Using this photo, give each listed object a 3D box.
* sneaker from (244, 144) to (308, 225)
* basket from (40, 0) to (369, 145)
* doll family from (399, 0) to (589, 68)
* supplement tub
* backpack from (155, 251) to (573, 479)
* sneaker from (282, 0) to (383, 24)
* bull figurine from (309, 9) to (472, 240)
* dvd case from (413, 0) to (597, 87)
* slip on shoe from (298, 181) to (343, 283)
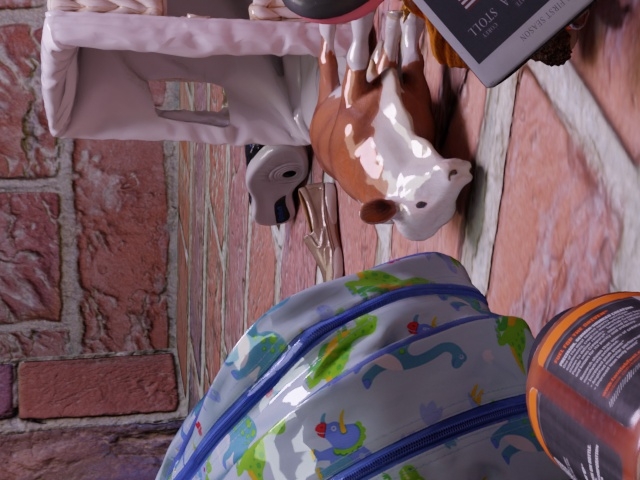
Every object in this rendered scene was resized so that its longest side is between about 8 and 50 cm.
[{"bbox_3d":[-0.067,-0.115,1.951,0.217,0.079,0.121,107,156,-64],"label":"sneaker"},{"bbox_3d":[-0.136,-0.270,1.647,0.331,0.328,0.266,123,147,-73],"label":"basket"},{"bbox_3d":[0.093,-0.207,0.979,0.263,0.118,0.163,-105,18,-53],"label":"doll family"},{"bbox_3d":[0.164,0.083,0.728,0.198,0.106,0.106,-139,47,-75],"label":"supplement tub"},{"bbox_3d":[0.030,0.167,1.009,0.355,0.290,0.273,146,110,-69],"label":"backpack"},{"bbox_3d":[0.048,-0.238,1.180,0.314,0.116,0.136,-72,-25,-48],"label":"sneaker"},{"bbox_3d":[0.050,-0.107,1.296,0.310,0.101,0.188,-151,62,-75],"label":"bull figurine"},{"bbox_3d":[0.072,-0.220,0.830,0.239,0.029,0.179,50,141,1],"label":"dvd case"},{"bbox_3d":[0.000,0.000,1.732,0.051,0.041,0.135,152,115,-78],"label":"slip on shoe"}]
